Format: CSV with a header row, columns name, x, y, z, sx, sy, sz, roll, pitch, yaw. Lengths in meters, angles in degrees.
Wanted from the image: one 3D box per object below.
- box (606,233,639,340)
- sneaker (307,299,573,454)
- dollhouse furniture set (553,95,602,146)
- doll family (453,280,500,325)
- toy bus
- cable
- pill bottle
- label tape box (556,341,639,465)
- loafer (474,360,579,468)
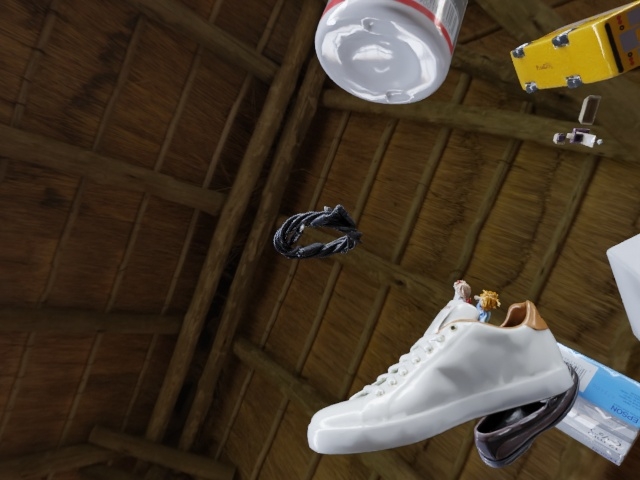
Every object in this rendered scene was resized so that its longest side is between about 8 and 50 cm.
name,x,y,z,sx,sy,sz,roll,pitch,yaw
box,0.480,0.106,0.413,0.215,0.345,0.168,-29,-60,12
sneaker,0.116,0.137,0.497,0.290,0.106,0.123,-13,-102,-14
dollhouse furniture set,0.610,-0.272,1.057,0.091,0.081,0.114,0,-67,-10
doll family,0.367,0.203,1.067,0.119,0.262,0.163,8,-48,6
toy bus,0.532,-0.395,0.968,0.130,0.332,0.108,-28,-76,5
cable,0.000,0.000,0.859,0.151,0.184,0.047,-25,-116,10
pill bottle,0.109,-0.332,0.574,0.161,0.161,0.283,19,-107,-3
label tape box,0.668,0.439,1.181,0.115,0.249,0.347,-42,-43,-24
loafer,0.453,0.359,1.006,0.303,0.109,0.095,-38,-68,-17
